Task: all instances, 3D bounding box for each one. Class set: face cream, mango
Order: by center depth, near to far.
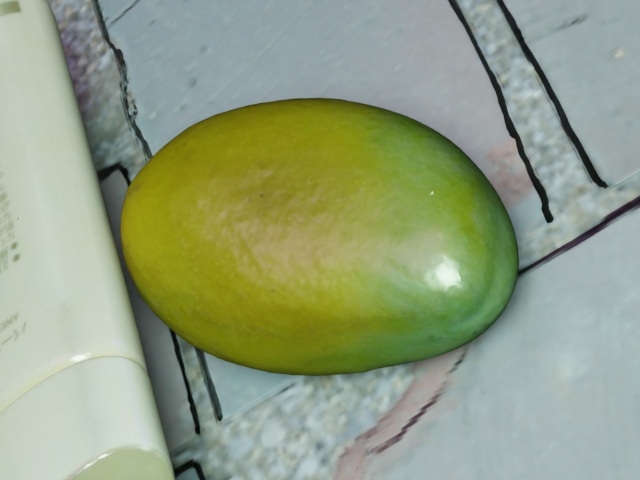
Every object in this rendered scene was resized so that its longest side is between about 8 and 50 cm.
[{"bbox_3d":[0.000,0.000,0.867,0.195,0.092,0.130,18,71,38],"label":"mango"},{"bbox_3d":[-0.148,0.046,0.924,0.173,0.081,0.348,-53,39,31],"label":"face cream"}]
